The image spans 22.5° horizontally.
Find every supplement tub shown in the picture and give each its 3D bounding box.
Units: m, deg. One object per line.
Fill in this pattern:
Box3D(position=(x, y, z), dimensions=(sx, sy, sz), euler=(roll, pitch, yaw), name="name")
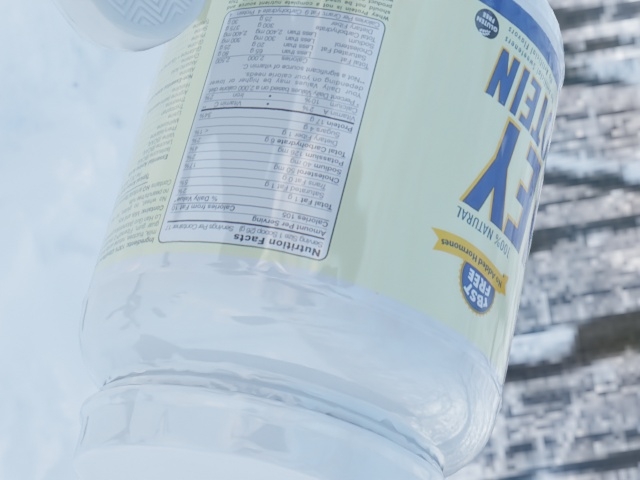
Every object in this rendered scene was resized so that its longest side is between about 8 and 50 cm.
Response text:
Box3D(position=(0.000, 0.000, 0.911), dimensions=(0.235, 0.235, 0.325), euler=(69, 31, -62), name="supplement tub")

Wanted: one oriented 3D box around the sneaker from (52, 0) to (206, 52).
Box3D(position=(-0.161, -0.204, 0.820), dimensions=(0.108, 0.169, 0.292), euler=(-9, 75, -44), name="sneaker")
